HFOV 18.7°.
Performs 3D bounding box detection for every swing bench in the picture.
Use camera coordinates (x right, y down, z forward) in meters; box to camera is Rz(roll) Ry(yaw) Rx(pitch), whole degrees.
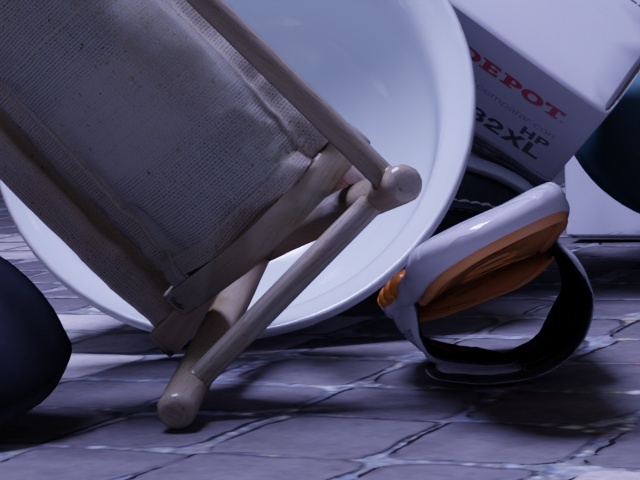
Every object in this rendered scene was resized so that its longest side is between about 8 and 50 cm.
[{"bbox_3d":[-0.107,-0.067,0.997,0.165,0.253,0.255,-45,8,0],"label":"swing bench"}]

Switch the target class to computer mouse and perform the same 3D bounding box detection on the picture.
[{"bbox_3d":[-0.234,0.038,0.961,0.272,0.072,0.188,6,27,44],"label":"computer mouse"}]

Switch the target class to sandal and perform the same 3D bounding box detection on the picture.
[{"bbox_3d":[0.086,0.035,0.958,0.102,0.076,0.265,-24,-7,1],"label":"sandal"}]

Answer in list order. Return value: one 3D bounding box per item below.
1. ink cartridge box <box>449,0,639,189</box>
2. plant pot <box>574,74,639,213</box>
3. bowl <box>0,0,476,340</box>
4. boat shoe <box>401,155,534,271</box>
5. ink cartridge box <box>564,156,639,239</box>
[{"bbox_3d":[0.094,-0.135,1.390,0.223,0.129,0.307,36,-24,1],"label":"ink cartridge box"},{"bbox_3d":[0.341,-0.103,1.428,0.272,0.271,0.255,-4,19,-12],"label":"plant pot"},{"bbox_3d":[-0.049,-0.061,1.238,0.298,0.297,0.134,-3,-20,4],"label":"bowl"},{"bbox_3d":[0.000,0.000,1.347,0.303,0.114,0.091,-1,49,6],"label":"boat shoe"},{"bbox_3d":[0.308,-0.118,1.756,0.122,0.211,0.289,0,6,21],"label":"ink cartridge box"}]
